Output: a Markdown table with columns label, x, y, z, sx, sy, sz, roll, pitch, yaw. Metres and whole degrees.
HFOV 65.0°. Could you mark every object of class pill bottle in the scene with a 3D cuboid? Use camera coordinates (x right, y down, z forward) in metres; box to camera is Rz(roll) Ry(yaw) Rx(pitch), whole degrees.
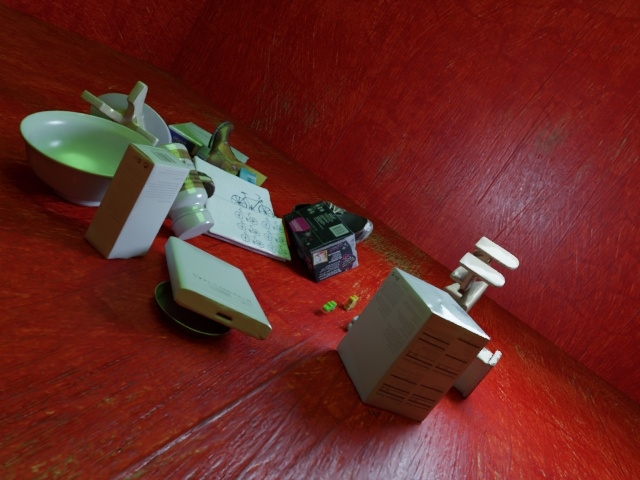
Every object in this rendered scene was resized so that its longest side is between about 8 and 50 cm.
| label | x | y | z | sx | sy | sz | roll | pitch | yaw |
| --- | --- | --- | --- | --- | --- | --- | --- | --- | --- |
| pill bottle | -0.369 | -0.125 | 1.306 | 0.229 | 0.131 | 0.131 | 64 | 20 | 7 |

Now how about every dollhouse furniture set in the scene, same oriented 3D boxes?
| label | x | y | z | sx | sy | sz | roll | pitch | yaw |
| --- | --- | --- | --- | --- | --- | --- | --- | --- | --- |
| dollhouse furniture set | 0.478 | 0.259 | 1.608 | 0.256 | 0.362 | 0.394 | 37 | 43 | 20 |

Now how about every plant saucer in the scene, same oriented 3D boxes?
| label | x | y | z | sx | sy | sz | roll | pitch | yaw |
| --- | --- | --- | --- | --- | --- | --- | --- | --- | --- |
| plant saucer | -0.257 | 0.142 | 1.005 | 0.168 | 0.029 | 0.168 | 32 | 14 | -9 |

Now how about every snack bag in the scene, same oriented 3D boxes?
| label | x | y | z | sx | sy | sz | roll | pitch | yaw |
| --- | --- | --- | --- | --- | --- | --- | --- | --- | --- |
| snack bag | -0.251 | -0.103 | 1.610 | 0.323 | 0.037 | 0.343 | 22 | 37 | -38 |

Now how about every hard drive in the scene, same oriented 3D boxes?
| label | x | y | z | sx | sy | sz | roll | pitch | yaw |
| --- | --- | --- | --- | --- | --- | --- | --- | --- | --- |
| hard drive | -0.231 | 0.094 | 1.085 | 0.203 | 0.040 | 0.307 | 30 | 5 | -26 |

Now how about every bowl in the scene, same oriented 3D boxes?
| label | x | y | z | sx | sy | sz | roll | pitch | yaw |
| --- | --- | --- | --- | --- | --- | --- | --- | --- | --- |
| bowl | -0.536 | -0.172 | 1.165 | 0.297 | 0.134 | 0.298 | 20 | 27 | -11 |

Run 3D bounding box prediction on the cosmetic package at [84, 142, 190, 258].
| label | x | y | z | sx | sy | sz | roll | pitch | yaw |
| --- | --- | --- | --- | --- | --- | --- | --- | --- | --- |
| cosmetic package | -0.381 | -0.078 | 1.048 | 0.085 | 0.231 | 0.117 | 38 | 14 | 18 |

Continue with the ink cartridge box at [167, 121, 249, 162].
| label | x | y | z | sx | sy | sz | roll | pitch | yaw |
| --- | --- | --- | --- | --- | --- | --- | --- | --- | --- |
| ink cartridge box | -0.493 | -0.405 | 2.223 | 0.324 | 0.071 | 0.330 | 31 | 13 | -6 |

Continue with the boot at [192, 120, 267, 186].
| label | x | y | z | sx | sy | sz | roll | pitch | yaw |
| --- | --- | --- | --- | --- | --- | --- | --- | --- | --- |
| boot | -0.335 | -0.332 | 2.042 | 0.280 | 0.096 | 0.264 | 32 | 48 | -6 |

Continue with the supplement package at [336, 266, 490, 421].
| label | x | y | z | sx | sy | sz | roll | pitch | yaw |
| --- | --- | --- | --- | --- | --- | --- | --- | --- | --- |
| supplement package | 0.211 | 0.247 | 1.199 | 0.198 | 0.263 | 0.199 | 26 | 16 | -28 |

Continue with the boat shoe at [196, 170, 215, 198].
| label | x | y | z | sx | sy | sz | roll | pitch | yaw |
| --- | --- | --- | --- | --- | --- | --- | --- | --- | --- |
| boat shoe | -0.438 | -0.172 | 1.443 | 0.257 | 0.095 | 0.095 | 7 | 35 | -30 |

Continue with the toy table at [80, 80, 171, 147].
| label | x | y | z | sx | sy | sz | roll | pitch | yaw |
| --- | --- | --- | --- | --- | --- | --- | --- | --- | --- |
| toy table | -0.605 | -0.362 | 1.554 | 0.274 | 0.252 | 0.161 | 22 | -2 | -5 |

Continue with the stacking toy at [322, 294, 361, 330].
| label | x | y | z | sx | sy | sz | roll | pitch | yaw |
| --- | --- | --- | --- | --- | --- | --- | --- | --- | --- |
| stacking toy | 0.110 | 0.238 | 1.462 | 0.167 | 0.052 | 0.221 | 37 | 16 | 22 |

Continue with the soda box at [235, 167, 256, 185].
| label | x | y | z | sx | sy | sz | roll | pitch | yaw |
| --- | --- | --- | --- | --- | --- | --- | --- | --- | --- |
| soda box | -0.288 | -0.189 | 1.873 | 0.071 | 0.067 | 0.210 | 28 | 28 | -20 |

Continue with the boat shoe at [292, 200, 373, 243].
| label | x | y | z | sx | sy | sz | roll | pitch | yaw |
| --- | --- | --- | --- | --- | --- | --- | --- | --- | --- |
| boat shoe | 0.026 | -0.069 | 1.879 | 0.355 | 0.132 | 0.130 | 6 | -37 | 37 |

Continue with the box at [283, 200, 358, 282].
| label | x | y | z | sx | sy | sz | roll | pitch | yaw |
| --- | --- | --- | --- | --- | --- | --- | --- | --- | --- |
| box | 0.000 | 0.000 | 1.684 | 0.163 | 0.142 | 0.247 | -21 | 38 | -15 |
